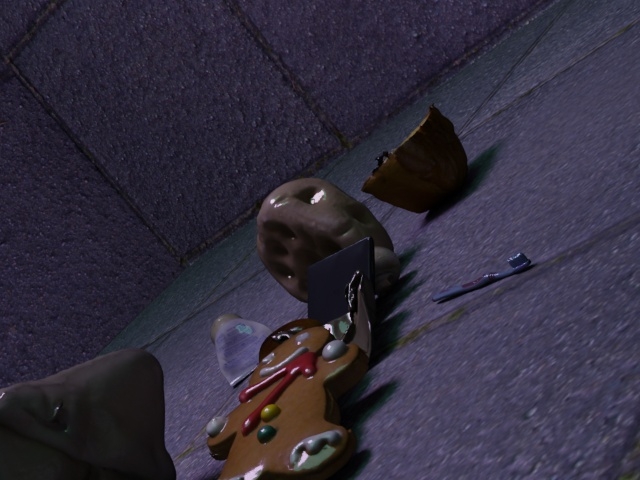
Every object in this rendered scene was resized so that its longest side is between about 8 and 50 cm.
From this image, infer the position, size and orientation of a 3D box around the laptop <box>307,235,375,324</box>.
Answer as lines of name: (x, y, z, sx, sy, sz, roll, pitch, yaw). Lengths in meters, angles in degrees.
laptop: (0.027, 0.077, 1.691, 0.180, 0.016, 0.129, -27, 58, 56)

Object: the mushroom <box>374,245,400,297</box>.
mushroom: (0.077, 0.047, 1.718, 0.084, 0.067, 0.083, -26, -32, -17)

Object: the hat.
hat: (0.026, 0.135, 1.524, 0.147, 0.085, 0.175, -34, 31, 8)

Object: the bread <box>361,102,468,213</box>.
bread: (0.174, -0.121, 2.005, 0.129, 0.134, 0.260, -48, -2, 29)

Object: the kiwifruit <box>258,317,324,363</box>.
kiwifruit: (-0.037, 0.150, 1.675, 0.124, 0.075, 0.075, -28, 14, 42)

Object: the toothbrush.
toothbrush: (0.182, 0.047, 1.402, 0.013, 0.019, 0.193, -45, 7, -31)

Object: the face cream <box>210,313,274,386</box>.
face cream: (-0.130, 0.183, 2.042, 0.114, 0.070, 0.224, -41, 20, -7)

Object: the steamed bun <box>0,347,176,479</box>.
steamed bun: (-0.337, 0.322, 1.458, 0.368, 0.255, 0.342, -12, -26, -44)

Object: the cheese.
cheese: (0.000, 0.000, 1.871, 0.235, 0.218, 0.117, -3, 38, 40)

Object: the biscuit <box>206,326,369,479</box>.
biscuit: (-0.046, 0.182, 1.330, 0.216, 0.047, 0.339, -30, 18, 19)
